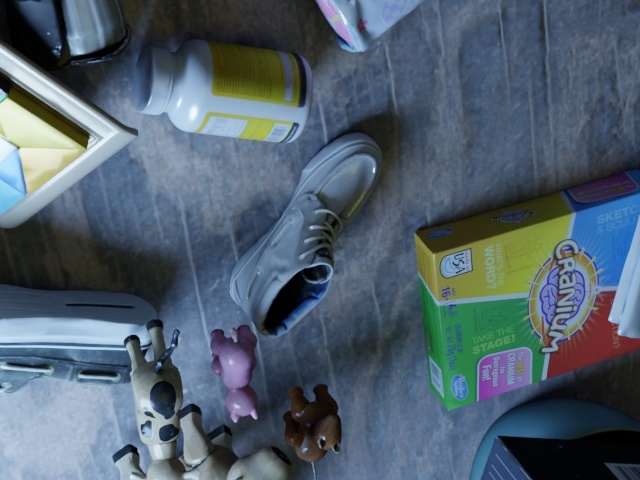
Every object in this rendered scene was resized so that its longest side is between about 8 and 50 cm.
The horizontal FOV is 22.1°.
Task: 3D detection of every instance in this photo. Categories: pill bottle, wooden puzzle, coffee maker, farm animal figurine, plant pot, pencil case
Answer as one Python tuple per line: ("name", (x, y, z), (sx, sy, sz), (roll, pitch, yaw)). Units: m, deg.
("pill bottle", (-0.108, -0.167, 1.807), (0.184, 0.103, 0.103), (6, 113, -25))
("wooden puzzle", (-0.347, -0.109, 1.719), (0.239, 0.044, 0.221), (32, 131, -34))
("coffee maker", (-0.291, -0.269, 1.669), (0.171, 0.120, 0.178), (-17, 121, -13))
("farm animal figurine", (-0.132, 0.265, 1.924), (0.330, 0.172, 0.327), (21, 124, -36))
("plant pot", (0.314, 0.323, 2.180), (0.290, 0.195, 0.290), (-9, 119, -17))
("pencil case", (0.113, -0.325, 1.811), (0.273, 0.113, 0.124), (-35, 143, -3))

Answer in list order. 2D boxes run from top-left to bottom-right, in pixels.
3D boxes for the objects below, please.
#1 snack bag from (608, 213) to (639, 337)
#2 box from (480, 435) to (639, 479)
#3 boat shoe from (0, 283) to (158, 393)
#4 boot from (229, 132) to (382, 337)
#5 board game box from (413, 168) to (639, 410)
("snack bag", (0.540, -0.025, 2.141), (0.342, 0.037, 0.323), (4, 104, -37))
("box", (0.348, 0.424, 2.023), (0.343, 0.179, 0.312), (7, 112, -25))
("boat shoe", (-0.344, 0.120, 1.850), (0.335, 0.121, 0.119), (6, 109, -27))
("boot", (0.000, 0.000, 1.926), (0.095, 0.123, 0.258), (31, 102, -32))
("board game box", (0.286, 0.062, 2.111), (0.317, 0.064, 0.242), (-17, 121, -14))
